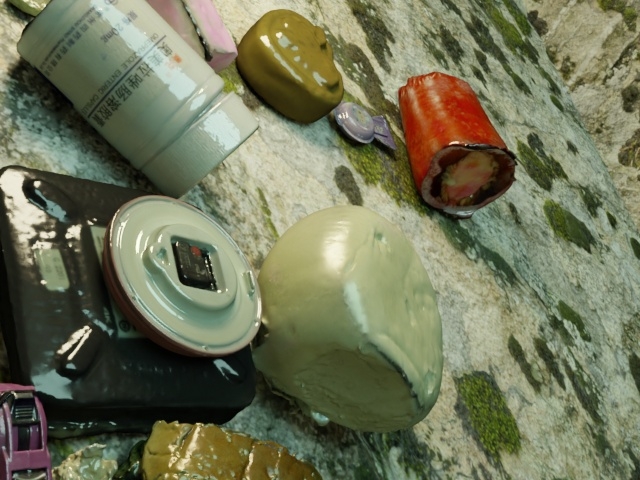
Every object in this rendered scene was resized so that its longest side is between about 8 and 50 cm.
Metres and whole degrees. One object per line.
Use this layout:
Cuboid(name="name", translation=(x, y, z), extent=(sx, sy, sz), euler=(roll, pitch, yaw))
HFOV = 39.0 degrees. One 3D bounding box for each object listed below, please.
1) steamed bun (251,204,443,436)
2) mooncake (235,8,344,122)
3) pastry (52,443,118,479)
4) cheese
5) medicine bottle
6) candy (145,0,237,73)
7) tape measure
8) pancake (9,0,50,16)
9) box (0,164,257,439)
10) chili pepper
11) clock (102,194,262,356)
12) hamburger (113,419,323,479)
Cuboid(name="steamed bun", translation=(0.033, 0.119, 1.369), extent=(0.334, 0.233, 0.312), euler=(58, 28, -29))
Cuboid(name="mooncake", translation=(-0.059, -0.355, 1.791), extent=(0.235, 0.117, 0.235), euler=(33, 40, -33))
Cuboid(name="pastry", translation=(-0.247, 0.354, 0.940), extent=(0.089, 0.121, 0.258), euler=(-1, 65, -21))
Cuboid(name="cheese", translation=(0.091, -0.249, 1.939), extent=(0.191, 0.042, 0.105), euler=(10, 55, -49))
Cuboid(name="medicine bottle", translation=(-0.267, -0.229, 1.353), extent=(0.332, 0.190, 0.190), euler=(45, 35, -12))
Cuboid(name="candy", translation=(-0.268, -0.378, 1.481), extent=(0.265, 0.155, 0.116), euler=(61, 25, -3))
Cuboid(name="tape measure", translation=(-0.335, 0.212, 0.945), extent=(0.074, 0.118, 0.125), euler=(10, 70, -48))
Cuboid(name="pancake", translation=(-0.457, -0.452, 1.463), extent=(0.253, 0.037, 0.254), euler=(32, 40, -31))
Cuboid(name="box", translation=(-0.257, 0.077, 1.183), extent=(0.350, 0.091, 0.359), euler=(10, 51, -46))
Cuboid(name="chili pepper", translation=(0.307, -0.236, 2.029), extent=(0.251, 0.229, 0.305), euler=(12, 50, -23))
Cuboid(name="clock", translation=(-0.174, 0.044, 1.183), extent=(0.244, 0.056, 0.244), euler=(30, 39, -27))
Cuboid(name="hamburger", translation=(-0.109, 0.351, 1.082), extent=(0.309, 0.132, 0.211), euler=(35, 36, -28))
